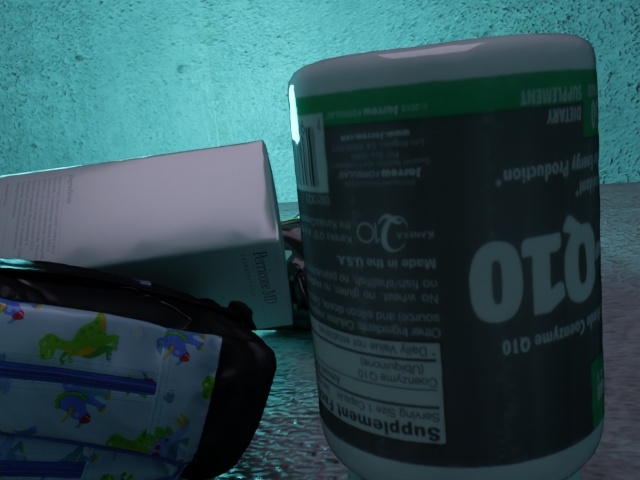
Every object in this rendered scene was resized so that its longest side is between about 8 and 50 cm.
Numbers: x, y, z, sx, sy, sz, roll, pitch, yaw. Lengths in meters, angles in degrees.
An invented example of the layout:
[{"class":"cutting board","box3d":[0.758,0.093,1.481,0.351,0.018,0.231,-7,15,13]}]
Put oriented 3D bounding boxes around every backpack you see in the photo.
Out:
[{"class":"backpack","box3d":[-0.269,0.121,0.581,0.355,0.273,0.290,28,-12,-27]}]

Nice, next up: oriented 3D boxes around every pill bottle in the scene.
[{"class":"pill bottle","box3d":[0.094,0.050,0.470,0.204,0.361,0.204,-6,11,1]}]

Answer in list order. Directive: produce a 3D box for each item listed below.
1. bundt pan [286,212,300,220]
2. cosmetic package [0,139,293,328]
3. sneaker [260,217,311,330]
[{"class":"bundt pan","box3d":[0.000,0.000,1.201,0.331,0.124,0.331,-32,6,4]},{"class":"cosmetic package","box3d":[-0.234,0.022,0.799,0.385,0.156,0.217,-8,-33,0]},{"class":"sneaker","box3d":[0.047,0.060,0.923,0.483,0.185,0.202,-4,7,14]}]
